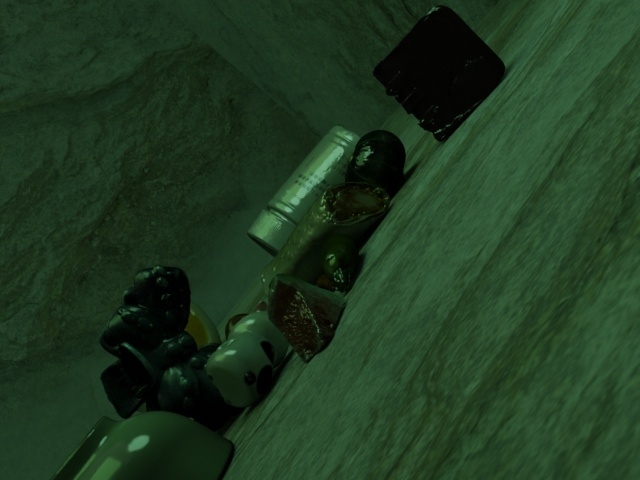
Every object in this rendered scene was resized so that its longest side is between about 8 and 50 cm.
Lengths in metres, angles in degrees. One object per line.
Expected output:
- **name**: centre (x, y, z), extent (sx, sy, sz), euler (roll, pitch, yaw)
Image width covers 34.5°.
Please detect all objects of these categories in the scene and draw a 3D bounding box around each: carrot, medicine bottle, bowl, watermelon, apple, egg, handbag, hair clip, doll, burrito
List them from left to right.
- **bowl**: centre (-0.309, 0.387, 1.545), extent (0.354, 0.185, 0.354), euler (-50, 4, 5)
- **hair clip**: centre (-0.273, 0.209, 1.827), extent (0.206, 0.310, 0.194), euler (-27, -12, -40)
- **egg**: centre (-0.348, 0.296, 2.610), extent (0.337, 0.200, 0.337), euler (-165, 90, -89)
- **apple**: centre (-0.170, 0.206, 2.300), extent (0.089, 0.089, 0.074), euler (-53, -13, -39)
- **doll**: centre (-0.118, 0.195, 1.738), extent (0.106, 0.110, 0.181), euler (-25, 20, 29)
- **watermelon**: centre (-0.008, 0.135, 1.601), extent (0.158, 0.121, 0.098), euler (44, 115, 42)
- **medicine bottle**: centre (-0.001, -0.085, 2.392), extent (0.332, 0.190, 0.190), euler (-50, 4, -9)
- **burrito**: centre (0.003, 0.001, 2.072), extent (0.143, 0.105, 0.299), euler (8, -50, -49)
- **carrot**: centre (0.014, 0.079, 1.924), extent (0.032, 0.032, 0.093), euler (-50, 7, -6)
- **handbag**: centre (0.236, -0.333, 2.051), extent (0.216, 0.203, 0.074), euler (-47, -3, 32)

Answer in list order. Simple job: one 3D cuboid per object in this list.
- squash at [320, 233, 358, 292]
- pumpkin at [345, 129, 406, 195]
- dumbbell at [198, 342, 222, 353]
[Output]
- **squash**: centre (0.035, 0.029, 1.865), extent (0.071, 0.080, 0.318), euler (-14, 7, 0)
- **pumpkin**: centre (0.118, -0.154, 2.203), extent (0.167, 0.125, 0.167), euler (21, -90, -79)
- **dumbbell**: centre (-0.233, 0.285, 2.265), extent (0.110, 0.110, 0.254), euler (-51, -2, -9)
